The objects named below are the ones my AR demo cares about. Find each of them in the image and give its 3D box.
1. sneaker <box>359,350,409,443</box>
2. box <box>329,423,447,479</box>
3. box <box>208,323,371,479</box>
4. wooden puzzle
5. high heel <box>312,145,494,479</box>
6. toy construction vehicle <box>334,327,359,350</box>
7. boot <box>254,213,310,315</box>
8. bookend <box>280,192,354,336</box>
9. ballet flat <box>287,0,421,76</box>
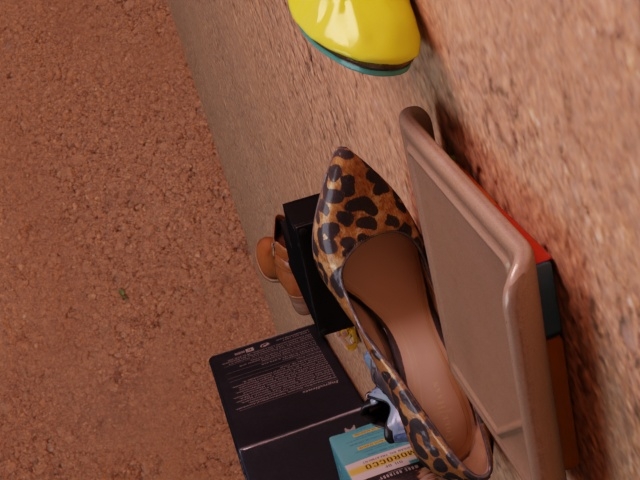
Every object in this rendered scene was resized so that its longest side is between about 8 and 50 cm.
[{"bbox_3d":[0.070,0.154,1.175,0.162,0.073,0.063,-123,16,-64],"label":"sneaker"},{"bbox_3d":[0.084,0.268,1.242,0.244,0.100,0.060,-137,30,-75],"label":"box"},{"bbox_3d":[-0.029,0.360,1.915,0.395,0.211,0.294,-131,25,-71],"label":"box"},{"bbox_3d":[0.113,0.049,0.733,0.239,0.044,0.221,-111,6,-59],"label":"wooden puzzle"},{"bbox_3d":[0.075,0.062,0.898,0.186,0.093,0.261,47,157,57],"label":"high heel"},{"bbox_3d":[0.025,0.100,1.542,0.086,0.035,0.098,173,79,-83],"label":"toy construction vehicle"},{"bbox_3d":[-0.062,0.013,1.878,0.197,0.073,0.152,48,159,44],"label":"boot"},{"bbox_3d":[0.000,0.000,1.335,0.157,0.072,0.156,-117,12,-55],"label":"bookend"},{"bbox_3d":[0.012,-0.187,0.790,0.231,0.077,0.077,-116,27,-58],"label":"ballet flat"}]
